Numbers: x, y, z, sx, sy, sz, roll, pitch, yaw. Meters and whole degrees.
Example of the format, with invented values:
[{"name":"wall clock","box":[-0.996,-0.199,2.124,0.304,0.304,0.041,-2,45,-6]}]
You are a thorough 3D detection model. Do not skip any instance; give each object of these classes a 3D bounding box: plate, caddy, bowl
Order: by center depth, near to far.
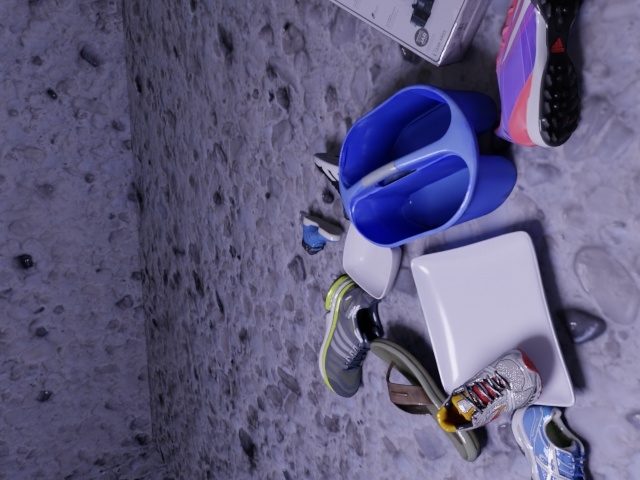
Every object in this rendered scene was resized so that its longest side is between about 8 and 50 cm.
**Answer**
[{"name":"caddy","box":[0.160,-0.124,0.969,0.341,0.179,0.242,-24,80,55]},{"name":"plate","box":[0.292,0.139,0.970,0.278,0.045,0.278,-20,84,56]},{"name":"bowl","box":[0.115,0.037,1.187,0.142,0.053,0.142,42,134,39]}]

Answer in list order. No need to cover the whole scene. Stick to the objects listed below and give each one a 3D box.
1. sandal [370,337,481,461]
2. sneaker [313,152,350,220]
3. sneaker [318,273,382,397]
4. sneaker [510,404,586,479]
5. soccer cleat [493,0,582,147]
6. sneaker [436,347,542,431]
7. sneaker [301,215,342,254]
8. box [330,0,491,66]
[{"name":"sandal","box":[0.188,0.309,1.099,0.303,0.086,0.120,50,169,34]},{"name":"sneaker","box":[0.051,-0.111,1.221,0.216,0.079,0.121,33,126,47]},{"name":"sneaker","box":[0.073,0.233,1.269,0.121,0.111,0.300,23,120,46]},{"name":"sneaker","box":[0.377,0.360,0.879,0.081,0.080,0.211,-48,61,54]},{"name":"soccer cleat","box":[0.297,-0.293,0.789,0.116,0.108,0.319,19,117,57]},{"name":"sneaker","box":[0.272,0.258,0.912,0.088,0.092,0.225,58,140,29]},{"name":"sneaker","box":[0.001,0.000,1.342,0.152,0.058,0.085,30,117,53]},{"name":"box","box":[0.138,-0.436,0.929,0.290,0.087,0.169,40,132,23]}]
